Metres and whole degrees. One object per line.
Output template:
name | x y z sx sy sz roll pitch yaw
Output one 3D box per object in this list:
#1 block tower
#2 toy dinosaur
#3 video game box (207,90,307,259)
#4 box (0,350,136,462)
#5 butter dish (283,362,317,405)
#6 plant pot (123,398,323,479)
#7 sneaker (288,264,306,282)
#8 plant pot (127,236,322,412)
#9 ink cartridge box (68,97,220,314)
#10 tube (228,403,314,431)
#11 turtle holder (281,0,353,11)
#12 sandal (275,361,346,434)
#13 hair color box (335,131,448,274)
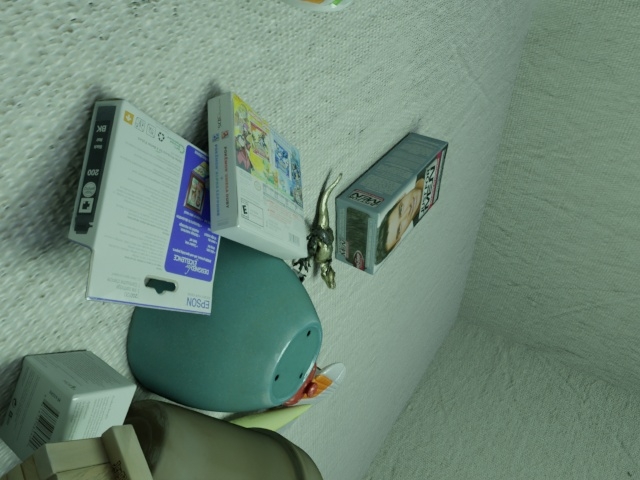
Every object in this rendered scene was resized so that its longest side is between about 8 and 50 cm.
block tower | -0.317 0.311 0.452 0.335 0.091 0.097 -38 154 6
toy dinosaur | 0.000 0.000 0.989 0.118 0.064 0.268 -42 143 -52
video game box | -0.085 -0.080 0.681 0.205 0.048 0.187 30 55 -64
box | -0.290 0.195 0.546 0.087 0.102 0.101 15 97 -61
butter dish | -0.060 0.305 1.047 0.160 0.118 0.160 -62 153 -9
plant pot | -0.192 0.375 0.665 0.323 0.323 0.280 -54 124 -25
sneaker | -0.064 0.096 0.927 0.098 0.069 0.038 -53 150 -26
plant pot | -0.113 0.146 0.736 0.290 0.196 0.290 -43 145 -41
ink cartridge box | -0.189 -0.023 0.556 0.206 0.045 0.208 31 61 -64
tube | -0.120 0.394 1.013 0.240 0.070 0.062 0 103 -50
turtle holder | 0.006 -0.413 0.524 0.227 0.244 0.320 103 -16 -52
sandal | -0.057 0.376 1.175 0.265 0.076 0.102 -37 136 -12
hair color box | 0.183 -0.104 1.184 0.374 0.114 0.185 -43 145 -38
